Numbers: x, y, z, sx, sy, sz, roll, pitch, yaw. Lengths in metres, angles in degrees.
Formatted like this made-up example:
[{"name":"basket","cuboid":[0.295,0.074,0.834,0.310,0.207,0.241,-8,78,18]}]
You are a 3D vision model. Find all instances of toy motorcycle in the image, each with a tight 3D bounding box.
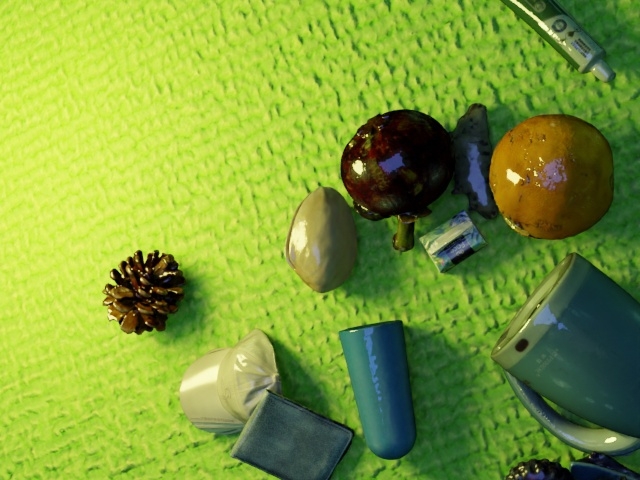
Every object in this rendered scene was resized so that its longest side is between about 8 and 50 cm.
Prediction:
[{"name":"toy motorcycle","cuboid":[0.521,0.524,1.430,0.416,0.172,0.232,13,118,2]}]

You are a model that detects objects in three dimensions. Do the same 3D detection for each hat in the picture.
[{"name":"hat","cuboid":[-0.196,0.312,1.683,0.226,0.164,0.220,-13,81,-5]}]

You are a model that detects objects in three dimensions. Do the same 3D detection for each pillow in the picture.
[{"name":"pillow","cuboid":[0.305,-0.159,1.601,0.093,0.051,0.241,-7,85,12]}]

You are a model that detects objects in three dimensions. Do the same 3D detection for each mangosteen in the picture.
[{"name":"mangosteen","cuboid":[0.163,-0.118,1.579,0.231,0.231,0.289,-11,120,16]}]

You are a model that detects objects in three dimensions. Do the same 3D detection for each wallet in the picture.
[{"name":"wallet","cuboid":[-0.056,0.420,1.631,0.222,0.036,0.167,28,95,-13]}]

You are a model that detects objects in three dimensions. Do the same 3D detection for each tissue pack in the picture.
[{"name":"tissue pack","cuboid":[0.266,0.001,1.587,0.111,0.079,0.085,-34,76,13]}]

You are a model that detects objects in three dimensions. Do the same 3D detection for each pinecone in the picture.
[{"name":"pinecone","cuboid":[-0.390,0.110,1.750,0.195,0.150,0.179,-44,69,7]}]

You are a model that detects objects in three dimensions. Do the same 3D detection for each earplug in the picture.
[{"name":"earplug","cuboid":[0.126,0.305,1.590,0.132,0.132,0.273,-12,86,16]}]

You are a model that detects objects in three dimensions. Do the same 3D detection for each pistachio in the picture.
[{"name":"pistachio","cuboid":[0.000,0.000,1.651,0.152,0.126,0.223,0,80,-16]}]

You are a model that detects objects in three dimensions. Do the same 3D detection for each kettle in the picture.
[{"name":"kettle","cuboid":[0.502,0.244,1.441,0.342,0.247,0.319,38,128,7]}]

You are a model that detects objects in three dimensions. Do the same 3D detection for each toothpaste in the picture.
[{"name":"toothpaste","cuboid":[0.444,-0.454,1.576,0.099,0.061,0.392,-42,73,11]}]

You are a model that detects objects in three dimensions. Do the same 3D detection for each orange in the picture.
[{"name":"orange","cuboid":[0.429,-0.118,1.465,0.240,0.240,0.240,-1,86,17]}]
